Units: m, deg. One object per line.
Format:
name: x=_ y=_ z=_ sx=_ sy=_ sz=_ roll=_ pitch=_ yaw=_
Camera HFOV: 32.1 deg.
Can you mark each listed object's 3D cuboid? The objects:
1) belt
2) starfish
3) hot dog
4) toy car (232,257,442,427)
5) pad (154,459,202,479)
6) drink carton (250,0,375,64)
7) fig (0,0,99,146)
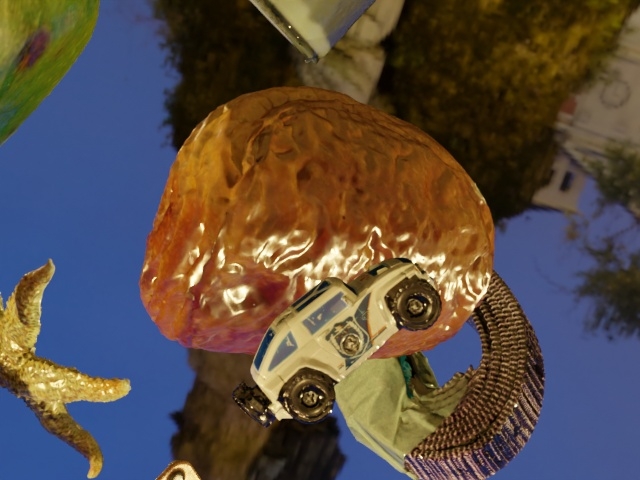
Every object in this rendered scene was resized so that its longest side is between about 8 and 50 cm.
belt: x=0.137 y=0.148 z=1.381 sx=0.122 sy=0.260 sz=0.325 roll=53 pitch=-171 yaw=-50
starfish: x=-0.356 y=0.123 z=1.320 sx=0.078 sy=0.358 sz=0.347 roll=-31 pitch=-119 yaw=-30
hot dog: x=0.000 y=0.000 z=1.069 sx=0.387 sy=0.267 sz=0.174 roll=9 pitch=-157 yaw=-41
toy car: x=0.009 y=0.072 z=0.828 sx=0.070 sy=0.170 sz=0.080 roll=51 pitch=176 yaw=-8
pad: x=-0.211 y=0.457 z=1.392 sx=0.018 sy=0.287 sz=0.284 roll=16 pitch=-128 yaw=45
drink carton: x=0.004 y=-0.248 z=0.771 sx=0.185 sy=0.189 sz=0.191 roll=52 pitch=-173 yaw=36
fig: x=-0.224 y=-0.128 z=0.482 sx=0.235 sy=0.203 sz=0.203 roll=46 pitch=-158 yaw=-1
